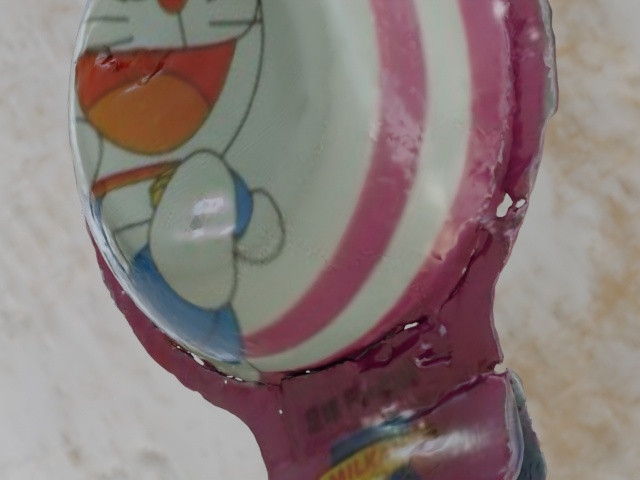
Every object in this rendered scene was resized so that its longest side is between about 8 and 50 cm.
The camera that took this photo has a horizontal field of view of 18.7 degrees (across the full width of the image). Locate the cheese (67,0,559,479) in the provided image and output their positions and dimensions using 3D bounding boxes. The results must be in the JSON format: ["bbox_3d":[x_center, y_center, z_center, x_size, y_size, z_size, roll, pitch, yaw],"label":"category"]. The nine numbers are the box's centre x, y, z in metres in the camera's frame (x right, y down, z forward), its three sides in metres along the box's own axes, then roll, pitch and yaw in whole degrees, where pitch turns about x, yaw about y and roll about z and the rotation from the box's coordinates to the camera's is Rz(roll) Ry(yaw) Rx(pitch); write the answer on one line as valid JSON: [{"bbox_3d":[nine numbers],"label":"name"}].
[{"bbox_3d":[0.000,0.000,0.458,0.155,0.062,0.244,-28,70,38],"label":"cheese"}]
